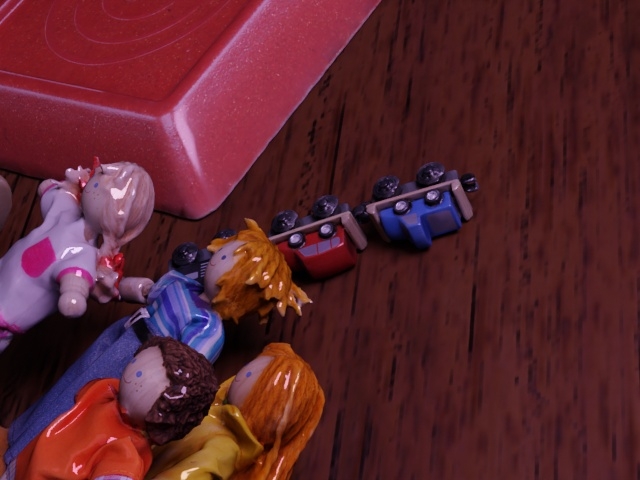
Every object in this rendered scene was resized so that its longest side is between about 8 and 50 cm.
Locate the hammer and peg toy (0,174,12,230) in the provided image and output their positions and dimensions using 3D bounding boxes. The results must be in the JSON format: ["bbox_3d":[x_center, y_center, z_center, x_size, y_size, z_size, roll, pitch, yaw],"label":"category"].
[{"bbox_3d":[-0.336,0.028,0.705,0.127,0.266,0.361,36,72,26],"label":"hammer and peg toy"}]

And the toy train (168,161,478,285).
[{"bbox_3d":[0.000,0.000,0.722,0.158,0.027,0.036,-18,46,13],"label":"toy train"}]

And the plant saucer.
[{"bbox_3d":[-0.095,-0.142,0.903,0.258,0.048,0.259,15,58,38],"label":"plant saucer"}]

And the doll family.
[{"bbox_3d":[-0.078,0.065,0.653,0.163,0.118,0.263,-39,30,7],"label":"doll family"}]
